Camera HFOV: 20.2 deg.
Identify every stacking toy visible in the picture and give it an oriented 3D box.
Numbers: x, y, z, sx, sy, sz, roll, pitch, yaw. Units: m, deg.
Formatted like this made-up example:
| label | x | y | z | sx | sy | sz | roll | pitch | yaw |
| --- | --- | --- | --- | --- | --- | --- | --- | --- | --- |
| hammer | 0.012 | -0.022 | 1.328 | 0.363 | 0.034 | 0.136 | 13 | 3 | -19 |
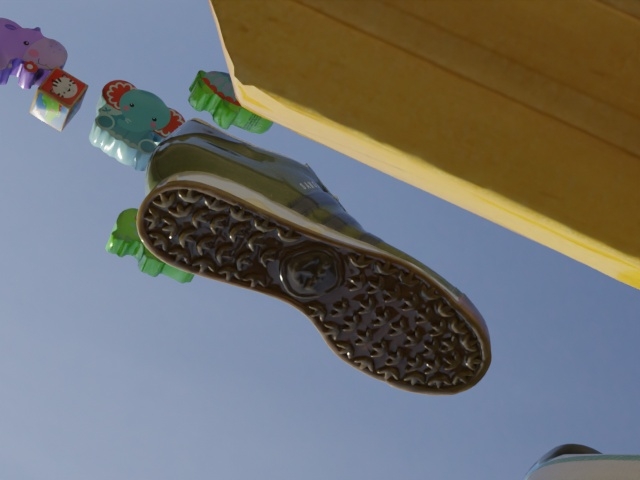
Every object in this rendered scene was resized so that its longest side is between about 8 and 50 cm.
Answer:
| label | x | y | z | sx | sy | sz | roll | pitch | yaw |
| --- | --- | --- | --- | --- | --- | --- | --- | --- | --- |
| stacking toy | -0.138 | -0.086 | 1.029 | 0.221 | 0.167 | 0.052 | 33 | -131 | -1 |

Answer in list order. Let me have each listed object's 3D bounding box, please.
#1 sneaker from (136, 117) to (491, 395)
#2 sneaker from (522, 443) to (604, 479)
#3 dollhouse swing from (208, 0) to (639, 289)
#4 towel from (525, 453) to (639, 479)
| label | x | y | z | sx | sy | sz | roll | pitch | yaw |
| --- | --- | --- | --- | --- | --- | --- | --- | --- | --- |
| sneaker | 0.000 | 0.000 | 0.872 | 0.064 | 0.192 | 0.086 | -51 | -157 | 27 |
| sneaker | 0.122 | 0.216 | 1.110 | 0.069 | 0.209 | 0.082 | 32 | -146 | 6 |
| dollhouse swing | 0.166 | -0.134 | 0.432 | 0.346 | 0.305 | 0.315 | -62 | -174 | -12 |
| towel | 0.182 | 0.172 | 0.776 | 0.248 | 0.038 | 0.325 | 0 | -162 | 14 |
